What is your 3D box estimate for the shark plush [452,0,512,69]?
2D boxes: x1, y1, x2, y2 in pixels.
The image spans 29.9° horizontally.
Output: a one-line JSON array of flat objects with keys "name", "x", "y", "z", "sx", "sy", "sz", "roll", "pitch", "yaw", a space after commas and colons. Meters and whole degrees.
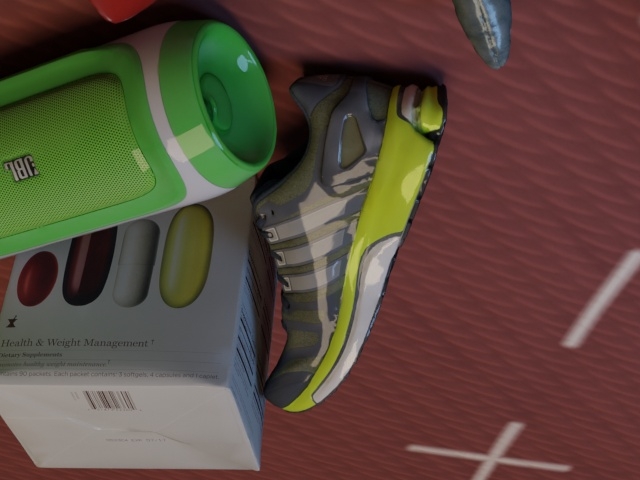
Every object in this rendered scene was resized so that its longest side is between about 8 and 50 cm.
[{"name": "shark plush", "x": 0.096, "y": -0.181, "z": 0.725, "sx": 0.073, "sy": 0.067, "sz": 0.161, "roll": 0, "pitch": 145, "yaw": 8}]

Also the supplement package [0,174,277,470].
[{"name": "supplement package", "x": -0.145, "y": 0.067, "z": 0.990, "sx": 0.194, "sy": 0.203, "sz": 0.149, "roll": -1, "pitch": 144, "yaw": 7}]

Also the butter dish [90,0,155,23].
[{"name": "butter dish", "x": -0.099, "y": -0.229, "z": 0.650, "sx": 0.160, "sy": 0.118, "sz": 0.160, "roll": -38, "pitch": 155, "yaw": -8}]

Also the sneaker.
[{"name": "sneaker", "x": 0.000, "y": 0.000, "z": 0.925, "sx": 0.121, "sy": 0.111, "sz": 0.300, "roll": 20, "pitch": 115, "yaw": 2}]

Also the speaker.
[{"name": "speaker", "x": -0.185, "y": -0.066, "z": 0.874, "sx": 0.296, "sy": 0.131, "sz": 0.131, "roll": -15, "pitch": 140, "yaw": 25}]
